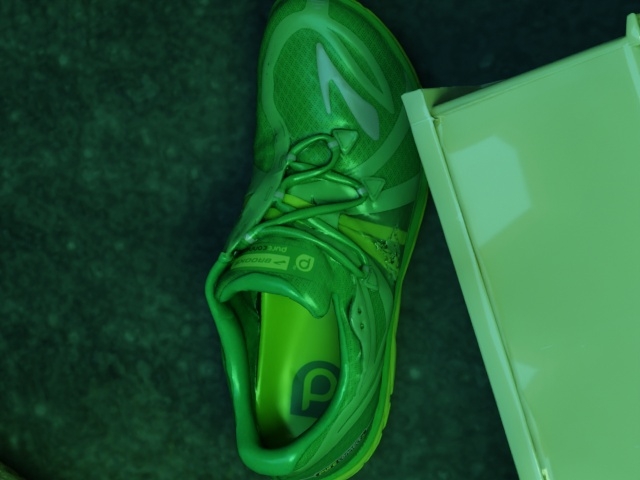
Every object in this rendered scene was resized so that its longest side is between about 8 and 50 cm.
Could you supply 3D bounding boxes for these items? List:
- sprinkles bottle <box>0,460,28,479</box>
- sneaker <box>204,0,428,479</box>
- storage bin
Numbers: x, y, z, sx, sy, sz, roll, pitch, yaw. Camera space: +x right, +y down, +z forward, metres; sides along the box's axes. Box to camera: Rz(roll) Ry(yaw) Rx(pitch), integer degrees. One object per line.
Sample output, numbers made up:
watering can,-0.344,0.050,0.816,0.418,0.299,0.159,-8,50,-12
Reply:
sprinkles bottle,-0.120,0.250,1.043,0.355,0.121,0.121,31,99,14
sneaker,0.000,0.000,1.003,0.109,0.123,0.295,2,90,17
storage bin,0.192,0.027,0.882,0.123,0.260,0.262,-20,85,33
